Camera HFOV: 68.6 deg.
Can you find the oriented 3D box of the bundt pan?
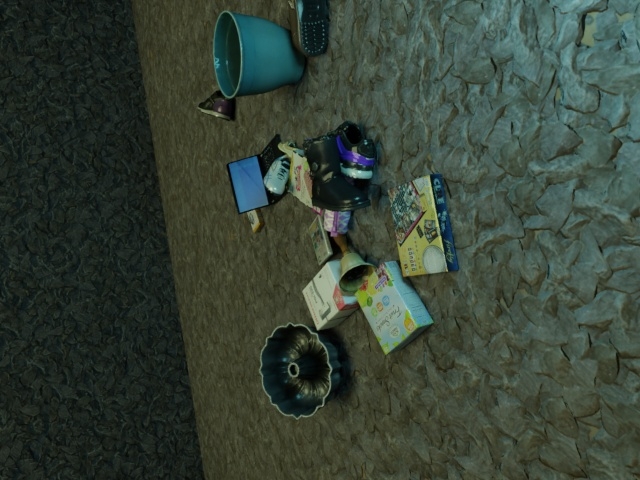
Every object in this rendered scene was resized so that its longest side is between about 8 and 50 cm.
[{"bbox_3d":[-0.058,0.454,1.672,0.331,0.124,0.331,-5,82,37],"label":"bundt pan"}]

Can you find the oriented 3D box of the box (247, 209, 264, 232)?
[{"bbox_3d":[-0.290,-0.110,2.076,0.081,0.028,0.136,-49,53,50],"label":"box"}]

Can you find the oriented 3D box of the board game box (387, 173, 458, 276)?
[{"bbox_3d":[0.260,-0.034,1.213,0.165,0.042,0.243,-14,84,57],"label":"board game box"}]

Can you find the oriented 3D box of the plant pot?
[{"bbox_3d":[-0.204,-0.632,1.614,0.271,0.255,0.271,27,122,55],"label":"plant pot"}]

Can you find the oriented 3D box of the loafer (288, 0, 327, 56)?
[{"bbox_3d":[-0.059,-0.774,1.477,0.130,0.134,0.366,28,120,55],"label":"loafer"}]

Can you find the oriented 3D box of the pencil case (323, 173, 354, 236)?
[{"bbox_3d":[0.059,-0.122,1.466,0.088,0.086,0.206,-98,11,-68],"label":"pencil case"}]

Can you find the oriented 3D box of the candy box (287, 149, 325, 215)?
[{"bbox_3d":[-0.022,-0.201,1.594,0.233,0.071,0.159,39,128,48],"label":"candy box"}]

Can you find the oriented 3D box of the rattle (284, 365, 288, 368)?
[{"bbox_3d":[-0.083,0.471,1.845,0.199,0.130,0.143,38,163,6],"label":"rattle"}]

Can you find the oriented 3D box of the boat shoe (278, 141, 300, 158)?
[{"bbox_3d":[-0.112,-0.342,1.735,0.135,0.050,0.045,42,118,43],"label":"boat shoe"}]

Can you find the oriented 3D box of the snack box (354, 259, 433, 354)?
[{"bbox_3d":[0.201,0.189,1.326,0.207,0.070,0.174,62,142,26],"label":"snack box"}]

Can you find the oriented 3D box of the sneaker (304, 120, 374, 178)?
[{"bbox_3d":[0.062,-0.296,1.424,0.293,0.102,0.146,31,122,42],"label":"sneaker"}]

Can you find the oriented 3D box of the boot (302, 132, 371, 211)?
[{"bbox_3d":[0.036,-0.193,1.320,0.246,0.094,0.207,17,121,56],"label":"boot"}]

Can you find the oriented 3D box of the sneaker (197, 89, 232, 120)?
[{"bbox_3d":[-0.491,-0.653,2.238,0.283,0.107,0.124,29,105,48],"label":"sneaker"}]

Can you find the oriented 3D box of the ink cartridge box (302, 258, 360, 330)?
[{"bbox_3d":[0.040,0.182,1.557,0.218,0.092,0.158,-53,52,50],"label":"ink cartridge box"}]

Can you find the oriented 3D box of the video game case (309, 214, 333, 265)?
[{"bbox_3d":[0.000,0.000,1.611,0.157,0.019,0.143,127,129,-70],"label":"video game case"}]

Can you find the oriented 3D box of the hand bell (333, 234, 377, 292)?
[{"bbox_3d":[0.081,0.034,1.476,0.242,0.126,0.126,-113,34,-43],"label":"hand bell"}]

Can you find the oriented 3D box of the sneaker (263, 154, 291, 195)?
[{"bbox_3d":[-0.146,-0.241,1.687,0.086,0.085,0.237,-53,16,32],"label":"sneaker"}]

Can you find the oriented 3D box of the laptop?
[{"bbox_3d":[-0.251,-0.262,1.881,0.264,0.136,0.234,-32,70,55],"label":"laptop"}]
